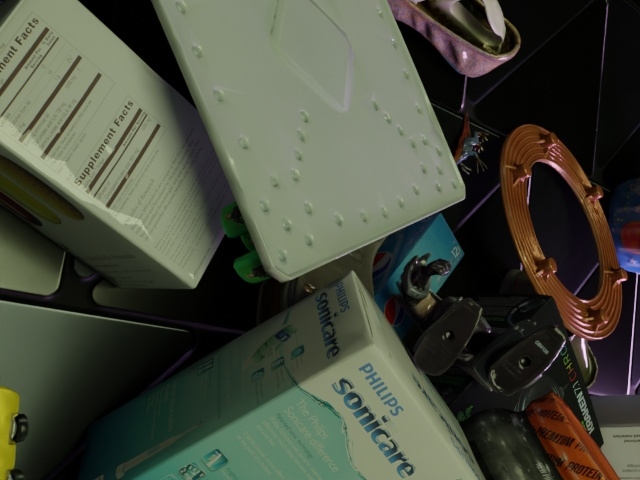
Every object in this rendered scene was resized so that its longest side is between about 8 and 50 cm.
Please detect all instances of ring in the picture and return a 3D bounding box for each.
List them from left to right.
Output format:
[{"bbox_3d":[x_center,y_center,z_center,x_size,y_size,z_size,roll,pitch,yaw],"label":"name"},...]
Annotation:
[{"bbox_3d":[0.369,-0.019,1.202,0.336,0.032,0.336,26,53,-40],"label":"ring"}]

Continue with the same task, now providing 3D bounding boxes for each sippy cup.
[{"bbox_3d":[0.616,-0.029,1.359,0.305,0.224,0.240,-36,112,-36],"label":"sippy cup"}]

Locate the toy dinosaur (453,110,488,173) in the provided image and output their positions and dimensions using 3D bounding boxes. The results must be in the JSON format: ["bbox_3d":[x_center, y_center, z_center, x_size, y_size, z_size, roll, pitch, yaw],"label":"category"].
[{"bbox_3d":[0.194,-0.121,1.125,0.082,0.047,0.090,-27,73,-30],"label":"toy dinosaur"}]

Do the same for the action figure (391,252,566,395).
[{"bbox_3d":[0.158,0.096,0.851,0.185,0.285,0.099,33,92,2],"label":"action figure"}]

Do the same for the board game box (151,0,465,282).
[{"bbox_3d":[-0.022,-0.180,0.796,0.390,0.050,0.390,-23,90,-55],"label":"board game box"}]

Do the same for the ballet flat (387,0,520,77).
[{"bbox_3d":[0.148,-0.318,1.033,0.316,0.106,0.107,25,72,-38],"label":"ballet flat"}]

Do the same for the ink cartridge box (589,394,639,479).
[{"bbox_3d":[0.464,0.389,1.220,0.201,0.117,0.278,-9,95,-79],"label":"ink cartridge box"}]

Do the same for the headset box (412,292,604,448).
[{"bbox_3d":[0.214,0.244,1.053,0.283,0.131,0.246,-35,111,-36],"label":"headset box"}]

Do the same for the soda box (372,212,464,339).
[{"bbox_3d":[0.086,0.058,0.989,0.210,0.067,0.071,-49,118,-32],"label":"soda box"}]

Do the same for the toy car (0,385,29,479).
[{"bbox_3d":[-0.253,0.255,0.613,0.225,0.053,0.239,47,57,-29],"label":"toy car"}]

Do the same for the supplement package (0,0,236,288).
[{"bbox_3d":[-0.199,-0.078,0.693,0.244,0.139,0.134,42,62,-32],"label":"supplement package"}]

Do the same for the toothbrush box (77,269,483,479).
[{"bbox_3d":[-0.033,0.201,0.731,0.295,0.126,0.216,-31,116,10],"label":"toothbrush box"}]

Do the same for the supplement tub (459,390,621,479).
[{"bbox_3d":[0.143,0.313,0.831,0.338,0.207,0.207,-36,120,11],"label":"supplement tub"}]

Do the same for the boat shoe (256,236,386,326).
[{"bbox_3d":[0.000,0.000,0.888,0.123,0.116,0.324,37,45,-18],"label":"boat shoe"}]

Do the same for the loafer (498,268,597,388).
[{"bbox_3d":[0.354,0.143,1.209,0.251,0.087,0.094,49,59,-29],"label":"loafer"}]
